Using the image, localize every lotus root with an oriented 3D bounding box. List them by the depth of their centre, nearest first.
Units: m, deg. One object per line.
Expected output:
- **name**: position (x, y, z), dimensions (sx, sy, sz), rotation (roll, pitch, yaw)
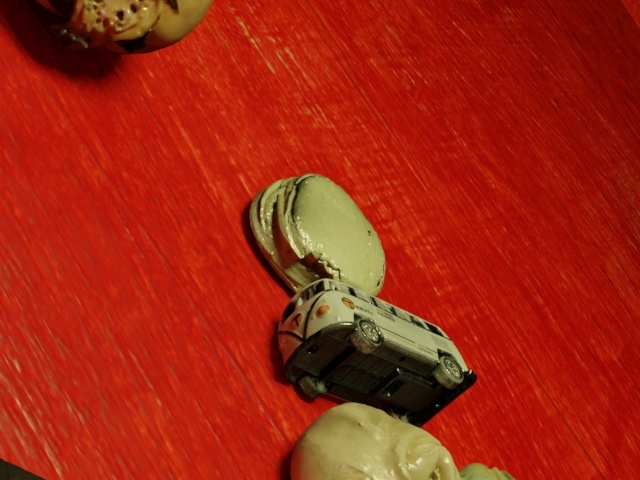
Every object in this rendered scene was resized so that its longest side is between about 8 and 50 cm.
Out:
- **lotus root**: position (-0.184, -0.285, 1.180), dimensions (0.183, 0.183, 0.310), rotation (32, 23, -34)

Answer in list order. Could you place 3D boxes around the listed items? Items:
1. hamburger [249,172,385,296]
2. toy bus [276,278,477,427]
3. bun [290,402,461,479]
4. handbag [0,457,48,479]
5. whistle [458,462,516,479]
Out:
- **hamburger**: position (0.000, 0.000, 1.231), dimensions (0.140, 0.062, 0.133), rotation (54, 28, -4)
- **toy bus**: position (0.043, 0.096, 1.165), dimensions (0.194, 0.087, 0.089), rotation (25, 31, -41)
- **bun**: position (0.063, 0.204, 1.047), dimensions (0.183, 0.102, 0.183), rotation (40, 30, -29)
- **handbag**: position (-0.133, 0.256, 0.716), dimensions (0.223, 0.080, 0.247), rotation (38, 35, -42)
- **whistle**: position (0.188, 0.282, 1.168), dimensions (0.258, 0.067, 0.126), rotation (50, 3, -22)
